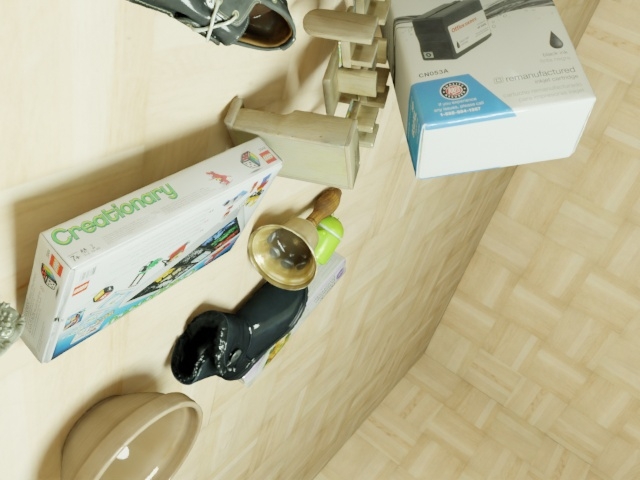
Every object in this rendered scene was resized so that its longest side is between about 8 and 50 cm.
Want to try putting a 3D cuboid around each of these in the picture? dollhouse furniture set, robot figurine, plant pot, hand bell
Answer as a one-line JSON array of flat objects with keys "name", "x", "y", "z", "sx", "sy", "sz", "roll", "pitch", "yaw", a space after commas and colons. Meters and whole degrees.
[{"name": "dollhouse furniture set", "x": -0.006, "y": -0.208, "z": 0.840, "sx": 0.212, "sy": 0.160, "sz": 0.242, "roll": 79, "pitch": 25, "yaw": -61}, {"name": "robot figurine", "x": 0.000, "y": 0.000, "z": 1.180, "sx": 0.115, "sy": 0.067, "sz": 0.101, "roll": -57, "pitch": 165, "yaw": -2}, {"name": "plant pot", "x": -0.293, "y": 0.305, "z": 0.901, "sx": 0.237, "sy": 0.109, "sz": 0.237, "roll": -47, "pitch": 158, "yaw": -26}, {"name": "hand bell", "x": -0.015, "y": -0.033, "z": 1.091, "sx": 0.242, "sy": 0.126, "sz": 0.126, "roll": -53, "pitch": 163, "yaw": -49}]

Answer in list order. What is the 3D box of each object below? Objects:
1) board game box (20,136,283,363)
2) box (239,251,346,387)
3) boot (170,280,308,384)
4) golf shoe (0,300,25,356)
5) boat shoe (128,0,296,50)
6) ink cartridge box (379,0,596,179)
[{"name": "board game box", "x": -0.188, "y": 0.004, "z": 0.714, "sx": 0.305, "sy": 0.053, "sz": 0.193, "roll": -35, "pitch": 168, "yaw": -46}, {"name": "box", "x": -0.068, "y": 0.147, "z": 1.241, "sx": 0.324, "sy": 0.067, "sz": 0.063, "roll": -49, "pitch": 159, "yaw": -23}, {"name": "boot", "x": -0.130, "y": 0.143, "z": 1.053, "sx": 0.246, "sy": 0.094, "sz": 0.207, "roll": -51, "pitch": 163, "yaw": -1}, {"name": "golf shoe", "x": -0.364, "y": 0.122, "z": 0.577, "sx": 0.176, "sy": 0.069, "sz": 0.086, "roll": -37, "pitch": 171, "yaw": -37}, {"name": "boat shoe", "x": -0.099, "y": -0.229, "z": 0.588, "sx": 0.084, "sy": 0.079, "sz": 0.233, "roll": -25, "pitch": 176, "yaw": 30}, {"name": "ink cartridge box", "x": 0.217, "y": -0.260, "z": 0.876, "sx": 0.129, "sy": 0.223, "sz": 0.308, "roll": 77, "pitch": 4, "yaw": -61}]
